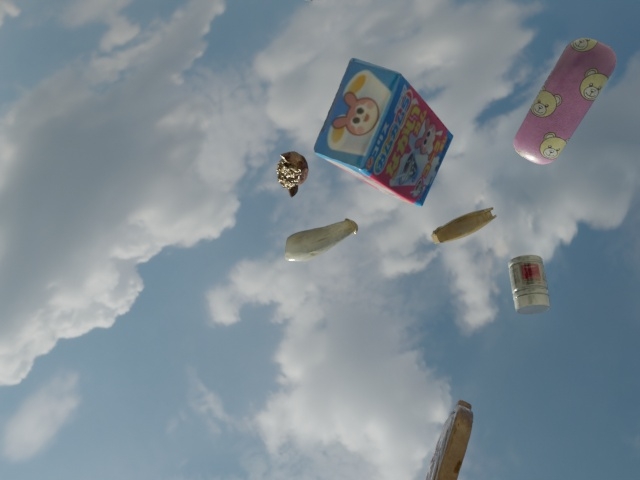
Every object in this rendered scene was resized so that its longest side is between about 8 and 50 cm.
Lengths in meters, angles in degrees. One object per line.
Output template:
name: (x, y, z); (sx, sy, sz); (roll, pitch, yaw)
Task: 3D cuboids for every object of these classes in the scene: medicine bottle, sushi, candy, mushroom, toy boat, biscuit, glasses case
medicine bottle: (0.360, 0.076, 0.905); (0.058, 0.058, 0.091); (-10, -117, 22)
sushi: (-0.059, -0.135, 1.039); (0.052, 0.120, 0.055); (41, -114, 8)
candy: (0.120, -0.168, 0.896); (0.100, 0.306, 0.157); (26, -85, 29)
mushroom: (0.000, 0.000, 1.795); (0.270, 0.103, 0.118); (-19, -165, 10)
toy boat: (0.441, -0.044, 1.621); (0.206, 0.072, 0.064); (-25, -93, 25)
biscuit: (0.229, 0.436, 0.993); (0.049, 0.257, 0.273); (20, -83, 16)
glasses case: (0.597, -0.337, 1.299); (0.123, 0.316, 0.076); (30, -145, 14)
